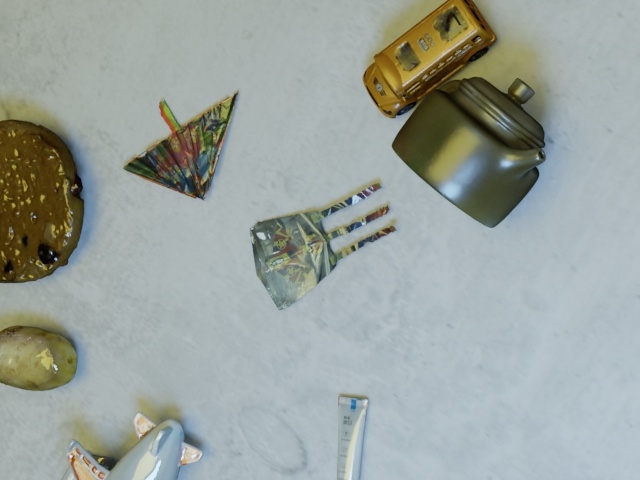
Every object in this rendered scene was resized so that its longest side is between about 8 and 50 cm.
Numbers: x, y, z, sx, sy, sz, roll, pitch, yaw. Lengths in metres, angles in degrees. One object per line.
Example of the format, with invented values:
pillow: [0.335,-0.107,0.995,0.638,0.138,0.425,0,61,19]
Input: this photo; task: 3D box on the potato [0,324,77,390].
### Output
potato: [-0.479,0.195,1.845,0.171,0.080,0.107,-1,97,28]

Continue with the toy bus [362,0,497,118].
toy bus: [0.141,-0.256,1.550,0.194,0.088,0.083,-36,76,20]

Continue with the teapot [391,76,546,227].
teapot: [0.210,-0.142,1.473,0.175,0.186,0.267,-49,35,11]

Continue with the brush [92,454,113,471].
brush: [-0.380,0.512,1.815,0.060,0.050,0.321,4,92,22]

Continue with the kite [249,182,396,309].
kite: [0.001,0.000,1.655,0.245,0.015,0.141,-27,80,26]

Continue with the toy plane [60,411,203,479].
toy plane: [-0.285,0.386,1.719,0.252,0.118,0.252,0,90,9]

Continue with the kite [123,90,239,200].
kite: [-0.208,-0.148,1.758,0.241,0.014,0.183,-35,72,21]

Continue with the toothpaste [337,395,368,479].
toothpaste: [0.042,0.325,1.626,0.048,0.031,0.190,2,87,28]

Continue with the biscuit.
biscuit: [-0.510,-0.063,1.865,0.296,0.075,0.295,3,96,26]
